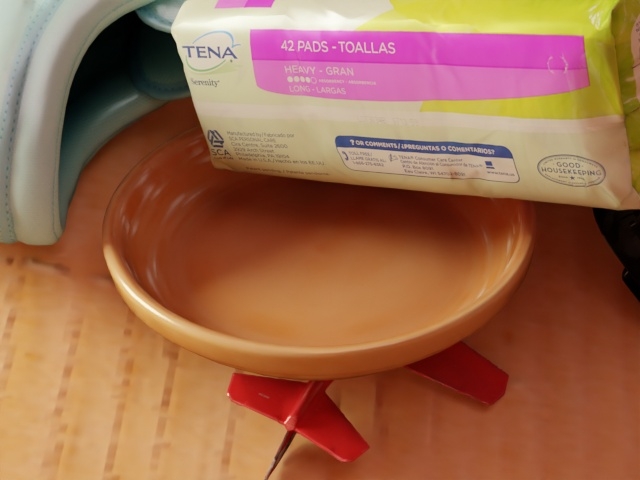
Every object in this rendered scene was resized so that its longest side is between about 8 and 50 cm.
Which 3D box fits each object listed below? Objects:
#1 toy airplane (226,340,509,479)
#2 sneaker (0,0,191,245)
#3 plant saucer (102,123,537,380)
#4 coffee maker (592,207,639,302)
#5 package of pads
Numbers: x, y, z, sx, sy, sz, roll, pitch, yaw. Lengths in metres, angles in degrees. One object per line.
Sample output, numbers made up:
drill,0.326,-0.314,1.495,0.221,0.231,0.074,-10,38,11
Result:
toy airplane,0.010,0.048,0.704,0.151,0.028,0.151,5,54,-6
sneaker,-0.091,-0.140,0.771,0.150,0.135,0.366,26,66,9
plant saucer,0.000,0.000,0.703,0.199,0.037,0.200,-2,36,1
coffee maker,0.244,-0.022,0.733,0.171,0.120,0.178,37,58,17
package of pads,0.108,-0.131,0.724,0.229,0.101,0.296,6,36,34
